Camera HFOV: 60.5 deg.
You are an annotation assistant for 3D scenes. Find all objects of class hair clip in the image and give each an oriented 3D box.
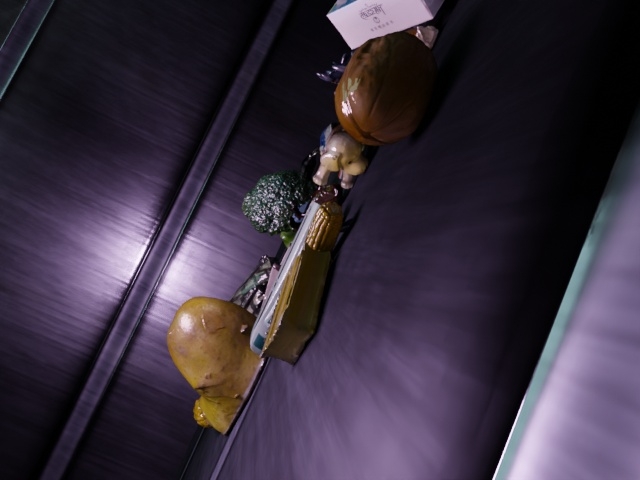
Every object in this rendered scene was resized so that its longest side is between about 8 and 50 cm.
[{"bbox_3d":[0.085,-0.233,1.605,0.188,0.033,0.060,126,165,-59],"label":"hair clip"},{"bbox_3d":[-0.109,0.126,1.601,0.331,0.085,0.101,113,180,-58],"label":"hair clip"}]

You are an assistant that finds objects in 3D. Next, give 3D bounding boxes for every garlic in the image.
[{"bbox_3d":[0.207,-0.439,1.247,0.128,0.090,0.198,-45,9,23],"label":"garlic"}]

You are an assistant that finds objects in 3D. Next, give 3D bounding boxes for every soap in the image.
[{"bbox_3d":[-0.044,0.126,1.110,0.233,0.076,0.135,-73,10,-49],"label":"soap"}]

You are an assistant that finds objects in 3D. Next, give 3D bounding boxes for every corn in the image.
[{"bbox_3d":[0.000,0.000,1.192,0.068,0.068,0.207,-72,1,-48],"label":"corn"},{"bbox_3d":[-0.392,0.603,1.949,0.363,0.120,0.121,127,167,-68],"label":"corn"}]

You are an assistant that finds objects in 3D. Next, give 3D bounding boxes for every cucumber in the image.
[{"bbox_3d":[-0.027,-0.191,1.392,0.043,0.039,0.163,-26,-6,-10],"label":"cucumber"}]

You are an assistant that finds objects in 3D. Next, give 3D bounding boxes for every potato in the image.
[{"bbox_3d":[-0.321,0.341,1.617,0.397,0.295,0.290,-58,8,37],"label":"potato"}]

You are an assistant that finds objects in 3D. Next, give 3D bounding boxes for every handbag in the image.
[{"bbox_3d":[-0.248,0.253,1.974,0.327,0.162,0.325,-55,13,18],"label":"handbag"}]

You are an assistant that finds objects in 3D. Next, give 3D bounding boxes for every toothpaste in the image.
[{"bbox_3d":[0.052,-0.031,1.174,0.027,0.019,0.083,-53,7,-17],"label":"toothpaste"}]

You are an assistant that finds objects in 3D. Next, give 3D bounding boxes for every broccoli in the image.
[{"bbox_3d":[-0.097,-0.098,1.812,0.297,0.297,0.298,68,-149,-42],"label":"broccoli"}]

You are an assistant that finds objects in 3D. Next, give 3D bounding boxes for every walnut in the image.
[{"bbox_3d":[0.111,-0.255,0.928,0.207,0.167,0.167,-66,6,-27],"label":"walnut"}]

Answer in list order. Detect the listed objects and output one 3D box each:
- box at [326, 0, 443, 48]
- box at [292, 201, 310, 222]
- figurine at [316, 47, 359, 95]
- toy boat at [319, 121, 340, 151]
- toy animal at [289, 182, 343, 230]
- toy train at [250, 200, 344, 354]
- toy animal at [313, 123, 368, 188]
[{"bbox_3d":[0.173,-0.575,1.248,0.274,0.116,0.203,5,57,54],"label":"box"},{"bbox_3d":[-0.028,-0.064,1.619,0.054,0.099,0.074,-33,29,50],"label":"box"},{"bbox_3d":[0.118,-0.437,1.465,0.197,0.175,0.265,-37,13,8],"label":"figurine"},{"bbox_3d":[0.044,-0.325,1.891,0.115,0.114,0.262,-49,16,22],"label":"toy boat"},{"bbox_3d":[0.007,-0.079,1.490,0.179,0.116,0.219,-30,25,31],"label":"toy animal"},{"bbox_3d":[-0.064,0.106,1.321,0.407,0.086,0.088,-65,12,5],"label":"toy train"},{"bbox_3d":[0.059,-0.220,1.379,0.233,0.121,0.169,-79,3,-55],"label":"toy animal"}]
